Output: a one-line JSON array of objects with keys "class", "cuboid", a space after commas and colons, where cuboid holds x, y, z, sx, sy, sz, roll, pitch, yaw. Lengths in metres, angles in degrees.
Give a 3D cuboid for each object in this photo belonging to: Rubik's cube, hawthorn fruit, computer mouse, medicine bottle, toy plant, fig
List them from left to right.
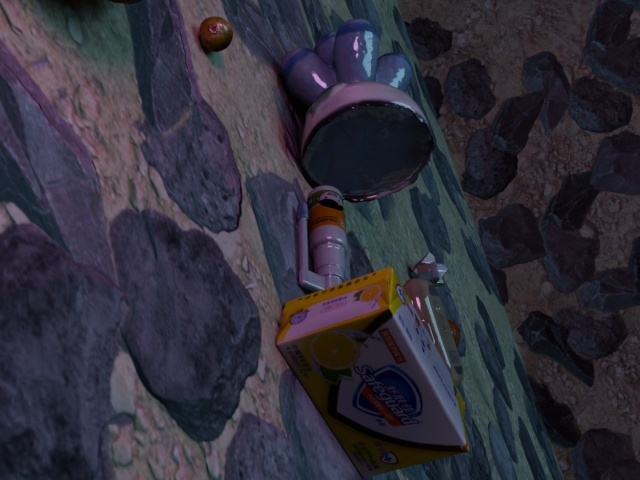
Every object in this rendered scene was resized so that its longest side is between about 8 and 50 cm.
[{"class": "fig", "cuboid": [-0.152, -0.299, 1.187, 0.083, 0.050, 0.050, -131, -162, -85]}, {"class": "medicine bottle", "cuboid": [0.000, 0.000, 1.265, 0.092, 0.061, 0.221, 27, 38, -28]}, {"class": "toy plant", "cuboid": [0.055, -0.263, 1.466, 0.247, 0.247, 0.332, 48, 24, -47]}, {"class": "Rubik's cube", "cuboid": [0.246, 0.071, 1.862, 0.075, 0.084, 0.073, 60, 6, 32]}, {"class": "computer mouse", "cuboid": [0.214, 0.190, 1.619, 0.145, 0.082, 0.236, 13, 59, -70]}, {"class": "hawthorn fruit", "cuboid": [0.260, 0.213, 1.740, 0.081, 0.081, 0.093, 64, 19, -15]}]

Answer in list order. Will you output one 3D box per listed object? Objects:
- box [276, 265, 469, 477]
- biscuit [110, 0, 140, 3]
[{"class": "box", "cuboid": [0.075, 0.181, 1.089, 0.265, 0.168, 0.097, 62, 22, -26]}, {"class": "biscuit", "cuboid": [-0.271, -0.393, 0.836, 0.326, 0.107, 0.326, -21, 90, -76]}]
